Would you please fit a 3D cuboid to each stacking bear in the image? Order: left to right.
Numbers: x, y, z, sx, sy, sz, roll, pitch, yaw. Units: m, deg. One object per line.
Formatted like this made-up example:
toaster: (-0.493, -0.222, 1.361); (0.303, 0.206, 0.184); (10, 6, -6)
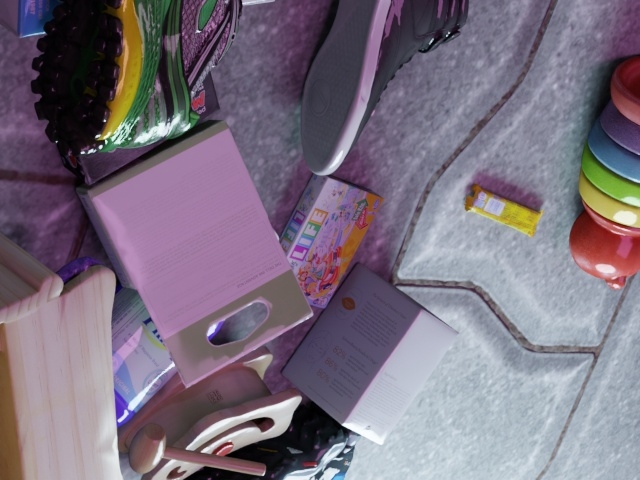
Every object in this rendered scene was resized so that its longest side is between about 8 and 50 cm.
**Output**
stacking bear: (0.416, -0.076, 2.241); (0.164, 0.175, 0.289); (-13, 132, -38)

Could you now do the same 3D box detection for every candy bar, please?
candy bar: (0.241, -0.038, 2.201); (0.161, 0.018, 0.040); (18, 100, -46)

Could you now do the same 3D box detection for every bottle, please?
bottle: (-0.166, 0.074, 1.851); (0.283, 0.092, 0.118); (-44, 134, -11)

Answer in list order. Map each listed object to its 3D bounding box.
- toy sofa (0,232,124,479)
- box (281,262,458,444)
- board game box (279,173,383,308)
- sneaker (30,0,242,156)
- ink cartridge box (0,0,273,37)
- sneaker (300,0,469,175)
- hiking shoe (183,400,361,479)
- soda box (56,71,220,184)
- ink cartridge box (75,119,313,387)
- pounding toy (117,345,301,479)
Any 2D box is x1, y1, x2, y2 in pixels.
toy sofa: (-0.315, 0.162, 1.734); (0.177, 0.150, 0.362); (-26, 132, -34)
box: (0.060, 0.139, 2.070); (0.170, 0.130, 0.091); (-55, 137, 1)
board game box: (0.000, 0.000, 2.002); (0.103, 0.026, 0.154); (18, 104, -46)
sneaker: (-0.126, -0.232, 1.385); (0.146, 0.134, 0.343); (-8, 131, -45)
ink cartridge box: (-0.187, -0.319, 1.497); (0.270, 0.197, 0.198); (-14, 125, -35)
sneaker: (0.079, -0.205, 1.879); (0.147, 0.104, 0.295); (6, 107, -39)
hiking shoe: (-0.072, 0.305, 2.072); (0.304, 0.113, 0.132); (-16, 125, -34)
soda box: (-0.188, -0.128, 1.729); (0.169, 0.053, 0.060); (-33, 134, -22)
ink cartridge box: (-0.131, 0.012, 1.787); (0.171, 0.056, 0.235); (-29, 105, -20)
pounding toy: (-0.128, 0.239, 1.924); (0.269, 0.155, 0.154); (-13, 150, -46)
